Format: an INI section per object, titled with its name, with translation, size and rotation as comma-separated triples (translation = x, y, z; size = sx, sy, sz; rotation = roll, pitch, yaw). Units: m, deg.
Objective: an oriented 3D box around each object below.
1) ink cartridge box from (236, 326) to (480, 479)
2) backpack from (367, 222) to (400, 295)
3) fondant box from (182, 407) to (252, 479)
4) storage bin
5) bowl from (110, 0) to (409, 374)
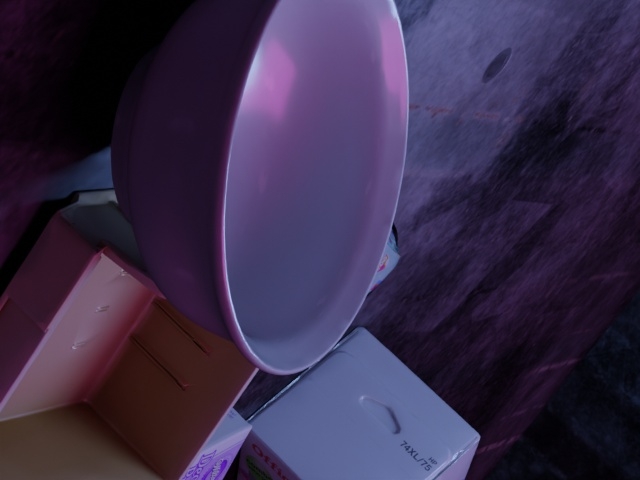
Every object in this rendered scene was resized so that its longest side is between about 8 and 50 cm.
[ink cartridge box]
translation = 0.035, 0.280, 2.123
size = 0.197, 0.198, 0.270
rotation = -38, 158, -26
[backpack]
translation = 0.000, 0.000, 1.621
size = 0.152, 0.115, 0.182
rotation = -44, 158, -2
[fondant box]
translation = -0.236, 0.275, 1.681
size = 0.330, 0.096, 0.238
rotation = -25, 151, -51
[storage bin]
translation = -0.162, 0.093, 1.437
size = 0.262, 0.123, 0.260
rotation = -55, 160, 20
[bowl]
translation = -0.055, -0.064, 1.265
size = 0.298, 0.134, 0.298
rotation = 10, 90, -67
